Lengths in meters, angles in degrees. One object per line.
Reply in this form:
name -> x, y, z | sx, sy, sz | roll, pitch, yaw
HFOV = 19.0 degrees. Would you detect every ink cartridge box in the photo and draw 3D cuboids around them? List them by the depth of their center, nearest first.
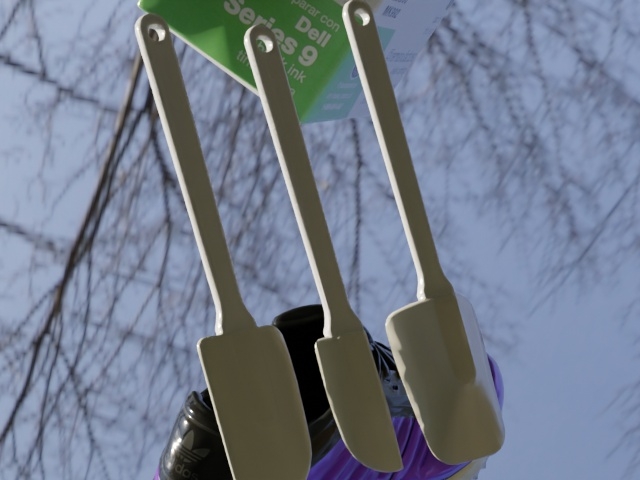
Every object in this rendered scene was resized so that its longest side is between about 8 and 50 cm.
ink cartridge box -> 0.045, -0.219, 1.096 | 0.121, 0.211, 0.289 | 36, -77, 8

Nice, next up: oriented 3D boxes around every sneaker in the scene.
sneaker -> 0.020, 0.099, 1.178 | 0.102, 0.146, 0.293 | 31, -142, 34

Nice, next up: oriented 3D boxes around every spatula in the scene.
spatula -> 0.000, 0.000, 0.925 | 0.168, 0.019, 0.242 | -10, -101, -32
